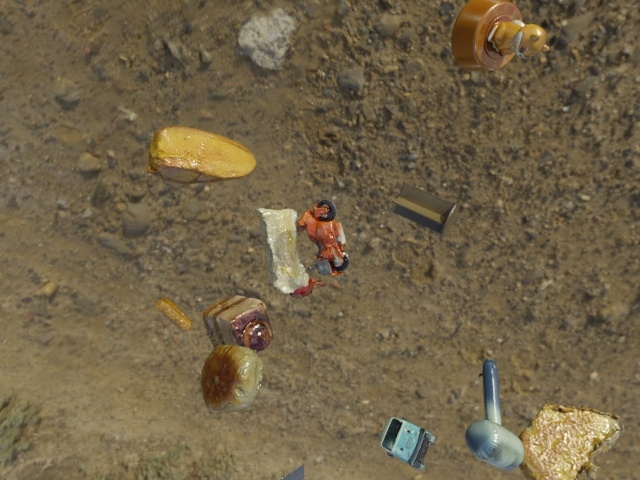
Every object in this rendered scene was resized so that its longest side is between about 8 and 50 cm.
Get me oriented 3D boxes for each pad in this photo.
[{"bbox_3d":[-0.116,0.764,1.526,0.157,0.003,0.112,-23,137,-26],"label":"pad"}]

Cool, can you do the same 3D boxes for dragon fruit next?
[{"bbox_3d":[-0.057,0.170,1.821,0.190,0.094,0.094,2,135,-53],"label":"dragon fruit"}]

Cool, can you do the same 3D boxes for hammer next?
[{"bbox_3d":[0.316,0.311,0.899,0.116,0.194,0.069,35,137,-29],"label":"hammer"}]

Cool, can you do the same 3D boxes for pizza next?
[{"bbox_3d":[0.624,0.510,1.236,0.297,0.189,0.071,-35,147,-12],"label":"pizza"}]

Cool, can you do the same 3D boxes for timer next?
[{"bbox_3d":[0.329,-0.354,0.858,0.132,0.152,0.132,-14,122,-24],"label":"timer"}]

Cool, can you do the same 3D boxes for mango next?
[{"bbox_3d":[-0.383,-0.278,1.613,0.350,0.199,0.201,0,131,-27],"label":"mango"}]

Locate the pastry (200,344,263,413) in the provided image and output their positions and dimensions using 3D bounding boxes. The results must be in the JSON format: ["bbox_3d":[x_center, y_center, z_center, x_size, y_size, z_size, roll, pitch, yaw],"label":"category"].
[{"bbox_3d":[-0.248,0.378,1.332,0.192,0.182,0.093,-9,160,36],"label":"pastry"}]

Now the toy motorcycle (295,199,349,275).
[{"bbox_3d":[0.000,0.000,2.082,0.221,0.325,0.148,-13,-178,30],"label":"toy motorcycle"}]

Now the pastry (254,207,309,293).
[{"bbox_3d":[-0.109,0.026,1.434,0.121,0.258,0.089,-12,177,-15],"label":"pastry"}]

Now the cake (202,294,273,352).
[{"bbox_3d":[-0.330,0.357,2.032,0.196,0.293,0.198,-24,106,-38],"label":"cake"}]

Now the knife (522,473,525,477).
[{"bbox_3d":[0.663,0.617,1.443,0.260,0.063,0.034,-22,128,-41],"label":"knife"}]

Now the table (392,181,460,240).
[{"bbox_3d":[0.399,-0.122,1.888,0.227,0.167,0.167,27,132,19],"label":"table"}]

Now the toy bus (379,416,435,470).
[{"bbox_3d":[0.298,0.709,1.724,0.133,0.165,0.271,-62,154,-18],"label":"toy bus"}]

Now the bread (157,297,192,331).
[{"bbox_3d":[-0.492,0.252,1.654,0.044,0.052,0.157,-16,130,23],"label":"bread"}]
